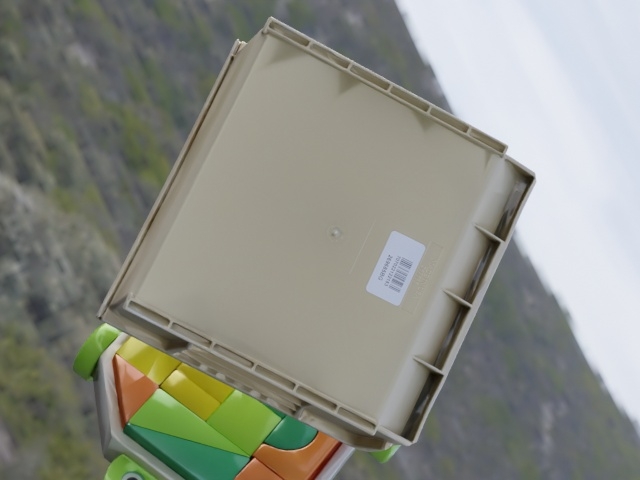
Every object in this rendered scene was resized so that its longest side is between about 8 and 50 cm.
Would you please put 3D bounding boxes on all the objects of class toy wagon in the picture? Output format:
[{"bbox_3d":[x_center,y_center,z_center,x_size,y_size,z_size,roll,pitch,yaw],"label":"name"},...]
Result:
[{"bbox_3d":[-0.083,0.153,1.610,0.267,0.344,0.068,36,-39,8],"label":"toy wagon"}]

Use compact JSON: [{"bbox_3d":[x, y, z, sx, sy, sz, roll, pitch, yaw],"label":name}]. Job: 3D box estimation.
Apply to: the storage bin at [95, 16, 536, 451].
[{"bbox_3d":[0.000,0.000,1.500,0.260,0.262,0.123,28,-12,-8],"label":"storage bin"}]
